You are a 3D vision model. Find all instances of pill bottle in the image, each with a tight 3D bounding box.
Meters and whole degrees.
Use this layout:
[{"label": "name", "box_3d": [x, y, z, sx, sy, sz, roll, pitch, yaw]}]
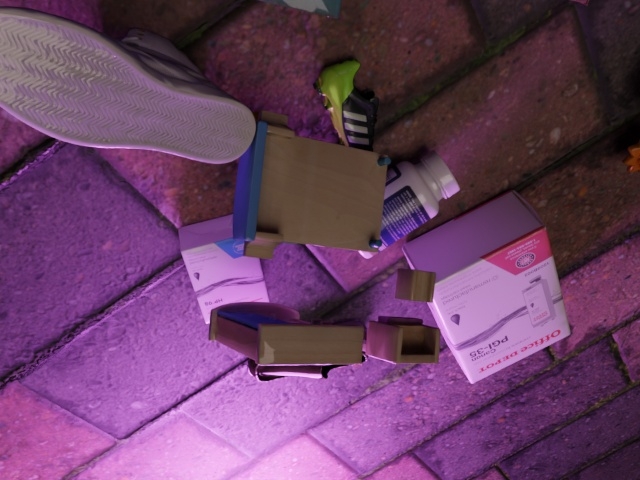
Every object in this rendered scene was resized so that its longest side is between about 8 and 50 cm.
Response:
[{"label": "pill bottle", "box_3d": [0.112, -0.055, 0.896, 0.169, 0.094, 0.094, -33, 129, 9]}]

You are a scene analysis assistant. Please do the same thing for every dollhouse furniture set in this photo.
[{"label": "dollhouse furniture set", "box_3d": [0.000, 0.000, 0.835, 0.286, 0.198, 0.304, 5, 88, -27]}]

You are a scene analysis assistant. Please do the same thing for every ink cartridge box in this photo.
[{"label": "ink cartridge box", "box_3d": [-0.137, 0.055, 0.921, 0.104, 0.060, 0.180, -15, 128, -7]}, {"label": "ink cartridge box", "box_3d": [0.289, 0.087, 1.045, 0.207, 0.117, 0.283, -28, 129, 4]}]

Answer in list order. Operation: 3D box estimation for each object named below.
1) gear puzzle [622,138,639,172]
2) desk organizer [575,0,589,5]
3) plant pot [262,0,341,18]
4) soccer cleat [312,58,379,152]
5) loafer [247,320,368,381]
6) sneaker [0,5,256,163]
[{"label": "gear puzzle", "box_3d": [0.566, -0.215, 0.875, 0.175, 0.044, 0.339, 13, 133, -28]}, {"label": "desk organizer", "box_3d": [0.327, -0.367, 0.762, 0.050, 0.047, 0.130, 4, 124, -17]}, {"label": "plant pot", "box_3d": [-0.055, -0.357, 0.580, 0.165, 0.165, 0.235, 5, 114, -21]}, {"label": "soccer cleat", "box_3d": [0.052, -0.156, 0.826, 0.072, 0.060, 0.179, -26, 126, 0]}, {"label": "loafer", "box_3d": [-0.017, 0.198, 1.056, 0.219, 0.078, 0.080, -16, 129, -6]}, {"label": "sneaker", "box_3d": [-0.225, -0.172, 0.646, 0.292, 0.169, 0.108, 15, 113, -45]}]
